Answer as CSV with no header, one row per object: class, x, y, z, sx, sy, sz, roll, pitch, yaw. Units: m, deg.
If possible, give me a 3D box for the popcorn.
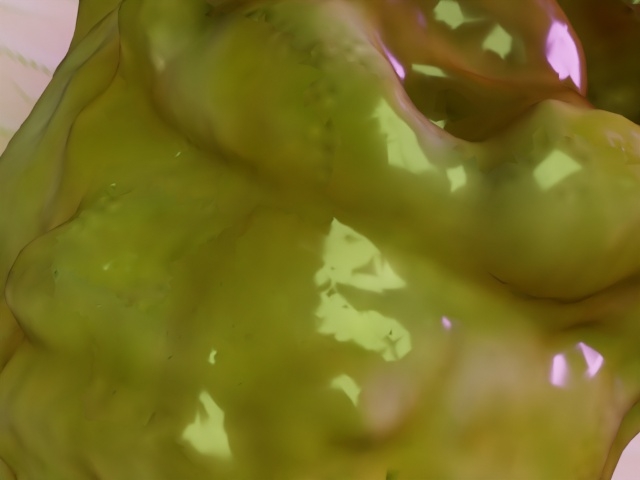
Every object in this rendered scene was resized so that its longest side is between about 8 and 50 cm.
popcorn,0.000,0.000,0.461,0.195,0.255,0.256,39,37,-22
